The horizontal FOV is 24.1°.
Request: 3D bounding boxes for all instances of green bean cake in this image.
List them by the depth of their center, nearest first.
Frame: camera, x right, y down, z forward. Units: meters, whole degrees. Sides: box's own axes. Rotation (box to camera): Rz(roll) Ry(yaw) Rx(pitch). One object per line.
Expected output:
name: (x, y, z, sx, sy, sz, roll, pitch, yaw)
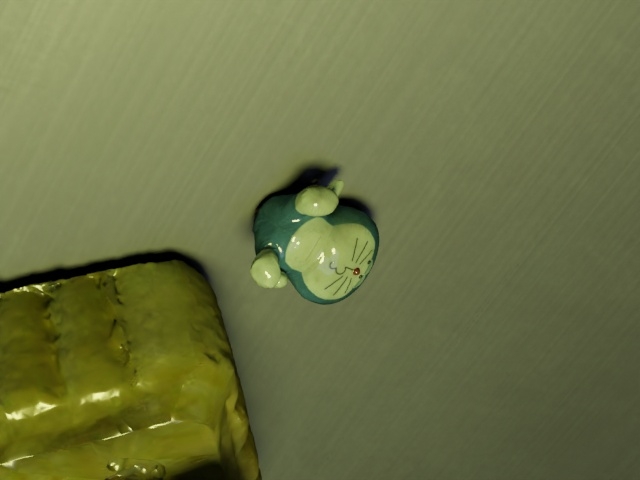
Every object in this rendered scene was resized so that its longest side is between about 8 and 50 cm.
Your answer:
green bean cake: (-0.158, 0.141, 0.925, 0.236, 0.124, 0.233, -13, 135, -8)

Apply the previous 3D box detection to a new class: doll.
doll: (0.000, 0.000, 0.898, 0.083, 0.050, 0.076, 30, 100, -36)
